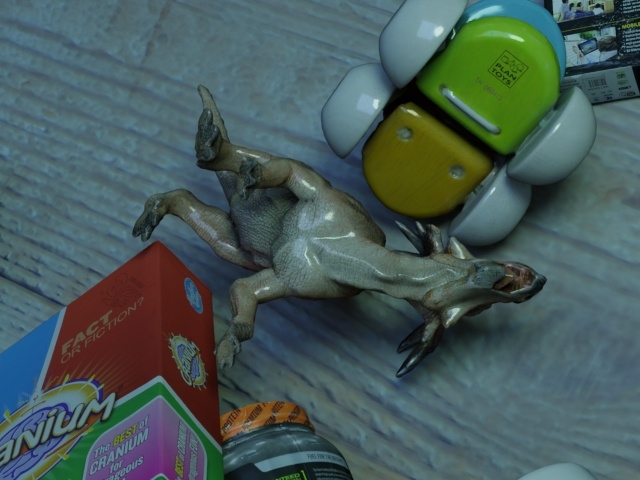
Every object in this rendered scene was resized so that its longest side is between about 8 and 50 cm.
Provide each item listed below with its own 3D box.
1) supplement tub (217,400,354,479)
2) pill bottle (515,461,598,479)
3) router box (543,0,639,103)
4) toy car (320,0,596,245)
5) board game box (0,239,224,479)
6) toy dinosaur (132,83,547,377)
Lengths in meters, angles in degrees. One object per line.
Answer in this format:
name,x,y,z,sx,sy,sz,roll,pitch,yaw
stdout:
supplement tub,-0.019,0.207,0.967,0.117,0.117,0.190,-28,58,7
pill bottle,0.181,0.248,0.858,0.131,0.131,0.229,-43,58,-3
router box,0.253,-0.175,1.087,0.179,0.046,0.133,-7,62,18
toy car,0.105,-0.099,1.049,0.159,0.182,0.136,37,44,-4
board game box,-0.176,0.162,0.979,0.242,0.064,0.316,-35,27,12
toy dinosaur,0.000,0.000,1.043,0.295,0.200,0.127,45,118,49
